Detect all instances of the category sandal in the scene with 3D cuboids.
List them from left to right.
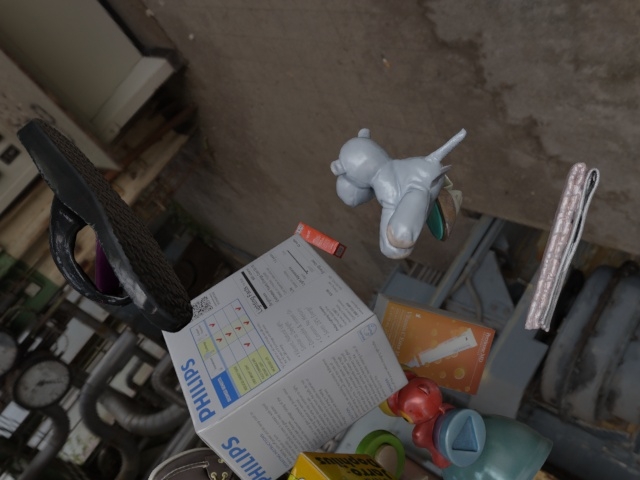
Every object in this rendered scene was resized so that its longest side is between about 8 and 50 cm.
[{"bbox_3d":[-0.327,-0.008,0.822,0.446,0.107,0.167,45,178,30],"label":"sandal"}]

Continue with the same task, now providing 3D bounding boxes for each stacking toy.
[{"bbox_3d":[0.235,0.459,1.262,0.309,0.279,0.130,39,160,-26],"label":"stacking toy"}]

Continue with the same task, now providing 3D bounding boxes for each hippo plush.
[{"bbox_3d":[0.131,-0.111,1.234,0.237,0.234,0.294,25,148,9],"label":"hippo plush"}]

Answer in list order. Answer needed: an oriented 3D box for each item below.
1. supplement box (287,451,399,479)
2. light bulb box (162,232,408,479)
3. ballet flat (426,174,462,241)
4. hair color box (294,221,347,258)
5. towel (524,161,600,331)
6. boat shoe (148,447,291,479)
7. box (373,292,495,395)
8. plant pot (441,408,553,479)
[{"bbox_3d":[0.011,0.567,0.954,0.194,0.356,0.195,24,-177,-44],"label":"supplement box"},{"bbox_3d":[-0.086,0.224,1.146,0.358,0.361,0.225,46,166,54],"label":"light bulb box"},{"bbox_3d":[0.300,-0.119,1.454,0.316,0.106,0.107,-108,13,-46],"label":"ballet flat"},{"bbox_3d":[0.000,0.000,1.649,0.141,0.043,0.072,27,179,25],"label":"hair color box"},{"bbox_3d":[0.494,0.011,1.167,0.053,0.331,0.317,17,-171,20],"label":"towel"},{"bbox_3d":[-0.208,0.518,1.230,0.324,0.116,0.097,13,171,-39],"label":"boat shoe"},{"bbox_3d":[0.329,0.318,1.770,0.345,0.215,0.168,15,-178,-4],"label":"box"},{"bbox_3d":[0.421,0.563,1.455,0.196,0.293,0.293,38,165,21],"label":"plant pot"}]
